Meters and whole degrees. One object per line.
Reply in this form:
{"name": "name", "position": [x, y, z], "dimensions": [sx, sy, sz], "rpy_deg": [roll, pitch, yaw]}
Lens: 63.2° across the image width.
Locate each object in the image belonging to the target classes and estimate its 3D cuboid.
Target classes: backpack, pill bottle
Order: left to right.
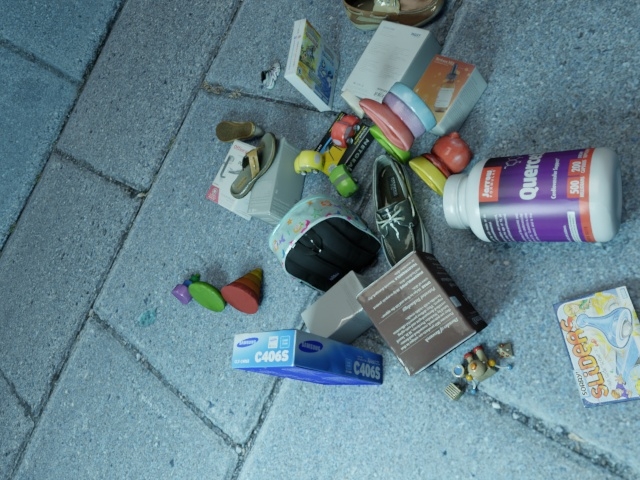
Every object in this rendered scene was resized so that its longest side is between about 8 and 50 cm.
{"name": "backpack", "position": [0.000, 0.000, 1.306], "dimensions": [0.225, 0.254, 0.191], "rpy_deg": [-47, 52, 14]}
{"name": "pill bottle", "position": [0.428, -0.087, 1.068], "dimensions": [0.323, 0.181, 0.181], "rpy_deg": [-1, 73, 36]}

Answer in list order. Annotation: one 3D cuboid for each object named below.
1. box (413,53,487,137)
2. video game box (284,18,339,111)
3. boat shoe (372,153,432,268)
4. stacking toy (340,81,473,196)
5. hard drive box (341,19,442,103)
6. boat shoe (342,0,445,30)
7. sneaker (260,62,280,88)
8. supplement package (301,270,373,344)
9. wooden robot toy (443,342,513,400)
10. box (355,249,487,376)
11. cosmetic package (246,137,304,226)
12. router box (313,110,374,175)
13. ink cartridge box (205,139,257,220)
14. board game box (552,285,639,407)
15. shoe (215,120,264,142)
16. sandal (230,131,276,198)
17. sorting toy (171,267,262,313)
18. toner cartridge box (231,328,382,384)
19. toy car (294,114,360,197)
{"name": "box", "position": [0.312, -0.362, 1.318], "dimensions": [0.130, 0.091, 0.170], "rpy_deg": [35, 95, 40]}
{"name": "video game box", "position": [-0.020, -0.518, 1.552], "dimensions": [0.048, 0.205, 0.187], "rpy_deg": [-3, 72, 32]}
{"name": "boat shoe", "position": [0.179, -0.058, 1.282], "dimensions": [0.121, 0.119, 0.335], "rpy_deg": [-25, 61, 27]}
{"name": "stacking toy", "position": [0.214, -0.278, 1.249], "dimensions": [0.130, 0.309, 0.279], "rpy_deg": [-44, 42, 5]}
{"name": "hard drive box", "position": [0.196, -0.476, 1.450], "dimensions": [0.181, 0.089, 0.232], "rpy_deg": [35, 95, 39]}
{"name": "boat shoe", "position": [0.200, -0.685, 1.507], "dimensions": [0.325, 0.116, 0.123], "rpy_deg": [8, 78, 38]}
{"name": "sneaker", "position": [-0.176, -0.575, 1.776], "dimensions": [0.038, 0.069, 0.098], "rpy_deg": [9, 79, 38]}
{"name": "supplement package", "position": [0.062, 0.178, 1.289], "dimensions": [0.179, 0.105, 0.105], "rpy_deg": [-42, 54, 16]}
{"name": "wooden robot toy", "position": [0.318, 0.264, 1.083], "dimensions": [0.173, 0.079, 0.076], "rpy_deg": [-41, 54, 17]}
{"name": "box", "position": [0.218, 0.152, 1.113], "dimensions": [0.167, 0.168, 0.203], "rpy_deg": [-41, 71, 17]}
{"name": "cosmetic package", "position": [-0.125, -0.170, 1.547], "dimensions": [0.107, 0.127, 0.237], "rpy_deg": [2, 76, 39]}
{"name": "router box", "position": [0.061, -0.268, 1.497], "dimensions": [0.133, 0.046, 0.178], "rpy_deg": [39, 98, 38]}
{"name": "ink cartridge box", "position": [-0.250, -0.198, 1.673], "dimensions": [0.159, 0.092, 0.217], "rpy_deg": [27, 88, 40]}
{"name": "board game box", "position": [0.535, 0.200, 0.975], "dimensions": [0.136, 0.035, 0.201], "rpy_deg": [-22, 61, 28]}
{"name": "shoe", "position": [-0.282, -0.373, 1.792], "dimensions": [0.219, 0.058, 0.076], "rpy_deg": [10, 99, 42]}
{"name": "sandal", "position": [-0.202, -0.219, 1.504], "dimensions": [0.219, 0.060, 0.090], "rpy_deg": [-49, 49, 14]}
{"name": "sorting toy", "position": [-0.305, 0.136, 1.602], "dimensions": [0.366, 0.127, 0.126], "rpy_deg": [-3, 42, 39]}
{"name": "toner cartridge box", "position": [-0.016, 0.267, 1.155], "dimensions": [0.165, 0.348, 0.075], "rpy_deg": [-12, 65, 32]}
{"name": "toy car", "position": [0.036, -0.215, 1.432], "dimensions": [0.239, 0.053, 0.224], "rpy_deg": [-37, 56, 20]}
